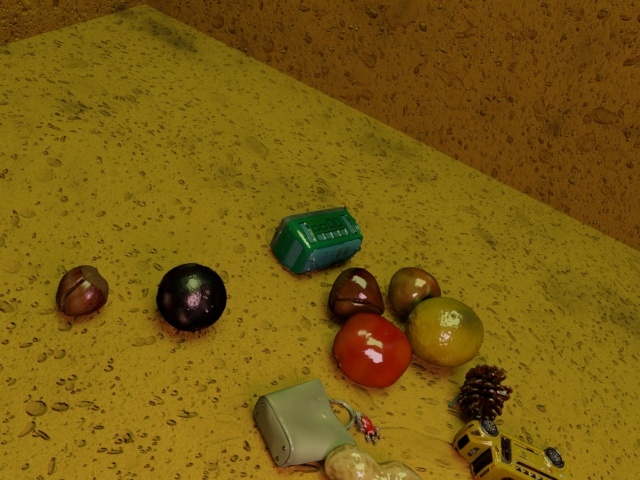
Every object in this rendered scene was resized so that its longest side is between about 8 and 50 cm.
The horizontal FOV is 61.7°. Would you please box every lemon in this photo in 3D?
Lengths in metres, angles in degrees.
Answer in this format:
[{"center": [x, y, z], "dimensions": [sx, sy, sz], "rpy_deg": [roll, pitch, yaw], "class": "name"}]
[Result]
[{"center": [0.427, 0.317, 1.857], "dimensions": [0.267, 0.267, 0.267], "rpy_deg": [16, 38, -13], "class": "lemon"}]

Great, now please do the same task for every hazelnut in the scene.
[{"center": [-0.680, 0.146, 1.523], "dimensions": [0.143, 0.143, 0.154], "rpy_deg": [-6, 39, -35], "class": "hazelnut"}, {"center": [0.135, 0.199, 1.881], "dimensions": [0.208, 0.208, 0.208], "rpy_deg": [16, 38, -13], "class": "hazelnut"}]

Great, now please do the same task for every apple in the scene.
[{"center": [0.347, 0.193, 2.010], "dimensions": [0.196, 0.196, 0.196], "rpy_deg": [16, 38, -13], "class": "apple"}]

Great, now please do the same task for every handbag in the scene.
[{"center": [-0.014, 0.497, 1.501], "dimensions": [0.315, 0.109, 0.241], "rpy_deg": [-2, 45, -38], "class": "handbag"}]

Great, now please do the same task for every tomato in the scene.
[{"center": [0.170, 0.348, 1.723], "dimensions": [0.260, 0.180, 0.259], "rpy_deg": [15, 40, -13], "class": "tomato"}]

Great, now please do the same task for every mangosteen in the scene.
[{"center": [-0.402, 0.161, 1.622], "dimensions": [0.211, 0.211, 0.250], "rpy_deg": [-9, 18, -38], "class": "mangosteen"}]

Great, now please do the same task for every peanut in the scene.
[{"center": [0.152, 0.636, 1.398], "dimensions": [0.306, 0.147, 0.147], "rpy_deg": [20, 37, -3], "class": "peanut"}]

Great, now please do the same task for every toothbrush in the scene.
[{"center": [0.481, 0.524, 1.825], "dimensions": [0.011, 0.014, 0.167], "rpy_deg": [40, 39, 26], "class": "toothbrush"}]

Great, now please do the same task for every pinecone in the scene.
[{"center": [0.534, 0.500, 1.751], "dimensions": [0.150, 0.179, 0.195], "rpy_deg": [24, 51, 31], "class": "pinecone"}]

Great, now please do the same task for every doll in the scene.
[{"center": [0.135, 0.545, 1.579], "dimensions": [0.057, 0.039, 0.114], "rpy_deg": [-38, 80, -16], "class": "doll"}]

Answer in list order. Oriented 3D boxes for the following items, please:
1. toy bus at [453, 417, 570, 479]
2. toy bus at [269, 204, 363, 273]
[{"center": [0.564, 0.667, 1.591], "dimensions": [0.331, 0.145, 0.151], "rpy_deg": [25, 38, -3], "class": "toy bus"}, {"center": [0.000, 0.000, 2.043], "dimensions": [0.344, 0.183, 0.199], "rpy_deg": [-14, 55, -40], "class": "toy bus"}]
